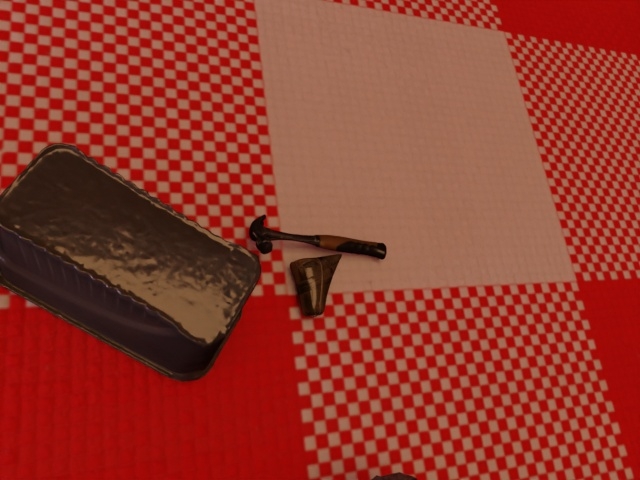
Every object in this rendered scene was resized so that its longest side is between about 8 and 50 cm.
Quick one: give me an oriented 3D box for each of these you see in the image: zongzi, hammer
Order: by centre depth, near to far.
[{"bbox_3d":[0.004,0.058,0.685,0.083,0.040,0.076,-5,78,-41],"label":"zongzi"},{"bbox_3d":[0.000,0.000,0.696,0.200,0.021,0.078,8,26,-27],"label":"hammer"}]

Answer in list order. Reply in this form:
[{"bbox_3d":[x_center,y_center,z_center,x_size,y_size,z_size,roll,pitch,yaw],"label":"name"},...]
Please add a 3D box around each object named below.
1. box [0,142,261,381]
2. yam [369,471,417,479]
[{"bbox_3d":[-0.198,0.022,0.534,0.274,0.178,0.138,31,62,-9],"label":"box"},{"bbox_3d":[0.083,0.417,0.466,0.240,0.241,0.348,-20,74,-27],"label":"yam"}]
